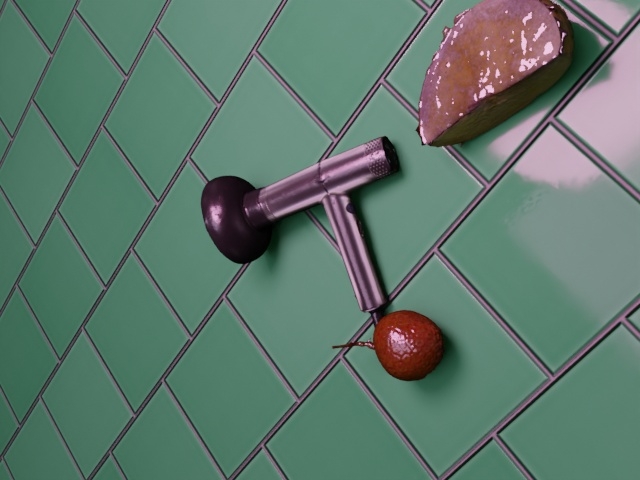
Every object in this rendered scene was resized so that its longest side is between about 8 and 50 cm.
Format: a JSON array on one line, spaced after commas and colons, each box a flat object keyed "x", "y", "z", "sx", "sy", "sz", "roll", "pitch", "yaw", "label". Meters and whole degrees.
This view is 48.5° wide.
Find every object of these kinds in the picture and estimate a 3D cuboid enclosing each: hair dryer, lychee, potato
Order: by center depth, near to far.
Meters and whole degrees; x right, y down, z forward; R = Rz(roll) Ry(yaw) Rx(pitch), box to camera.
[{"x": 0.229, "y": -0.237, "z": 0.960, "sx": 0.243, "sy": 0.098, "sz": 0.138, "roll": -32, "pitch": 69, "yaw": 39, "label": "potato"}, {"x": 0.117, "y": 0.150, "z": 1.049, "sx": 0.140, "sy": 0.114, "sz": 0.101, "roll": 12, "pitch": 72, "yaw": 51, "label": "lychee"}, {"x": -0.021, "y": 0.004, "z": 1.124, "sx": 0.320, "sy": 0.155, "sz": 0.284, "roll": -11, "pitch": 75, "yaw": 28, "label": "hair dryer"}]
